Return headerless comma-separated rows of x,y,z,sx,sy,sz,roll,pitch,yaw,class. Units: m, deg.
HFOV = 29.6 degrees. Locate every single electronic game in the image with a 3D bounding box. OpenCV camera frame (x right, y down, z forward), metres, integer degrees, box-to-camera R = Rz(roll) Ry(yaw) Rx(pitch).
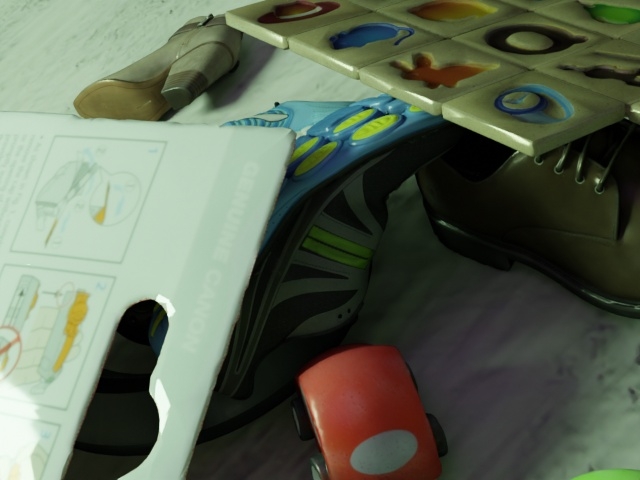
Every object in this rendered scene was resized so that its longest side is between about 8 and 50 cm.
-0.082,0.021,0.690,0.229,0.048,0.229,-11,47,12,electronic game

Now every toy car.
0.061,0.115,0.485,0.224,0.053,0.239,1,35,21,toy car

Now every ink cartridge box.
-0.197,0.086,0.624,0.384,0.091,0.308,5,67,31,ink cartridge box

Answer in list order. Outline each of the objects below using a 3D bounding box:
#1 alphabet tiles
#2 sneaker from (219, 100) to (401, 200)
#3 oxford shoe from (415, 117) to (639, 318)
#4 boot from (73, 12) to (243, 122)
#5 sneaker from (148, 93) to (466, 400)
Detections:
0.130,-0.124,0.639,0.285,0.011,0.342,-23,35,-30,alphabet tiles
-0.031,-0.041,0.666,0.162,0.063,0.073,-7,28,10,sneaker
0.132,-0.024,0.571,0.227,0.096,0.083,12,56,37,oxford shoe
-0.109,-0.123,0.857,0.118,0.042,0.087,-1,44,29,boot
0.000,0.000,0.590,0.188,0.078,0.067,-46,22,2,sneaker
